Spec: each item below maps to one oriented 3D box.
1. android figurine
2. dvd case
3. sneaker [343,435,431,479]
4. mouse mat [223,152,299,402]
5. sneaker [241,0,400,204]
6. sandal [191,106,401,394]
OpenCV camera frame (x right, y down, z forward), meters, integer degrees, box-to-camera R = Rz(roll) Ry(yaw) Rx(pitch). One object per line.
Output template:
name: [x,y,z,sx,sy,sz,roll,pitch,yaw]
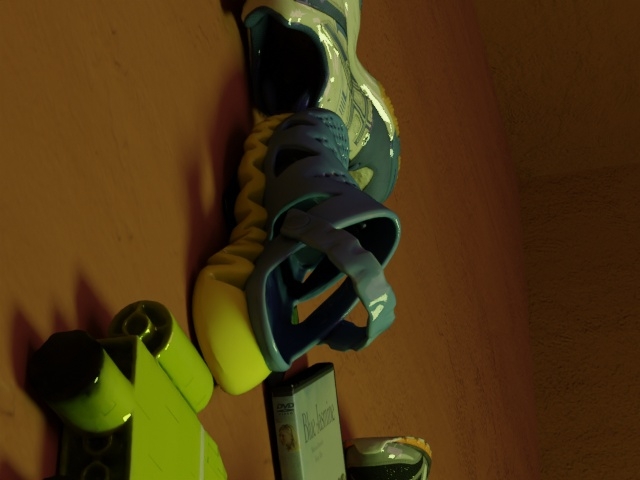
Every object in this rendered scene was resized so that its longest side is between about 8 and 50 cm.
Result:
android figurine: [-0.096,0.166,0.955,0.273,0.056,0.248,63,22,-54]
dvd case: [0.001,0.238,1.439,0.180,0.022,0.253,-12,96,-78]
sneaker: [0.071,0.254,1.639,0.215,0.084,0.083,67,24,-55]
mouse mat: [-0.047,0.022,1.402,0.152,0.007,0.190,-72,151,-64]
sneaker: [-0.013,-0.124,1.488,0.131,0.112,0.296,-61,144,-42]
sandal: [0.000,0.000,1.298,0.317,0.138,0.126,-80,156,-53]
